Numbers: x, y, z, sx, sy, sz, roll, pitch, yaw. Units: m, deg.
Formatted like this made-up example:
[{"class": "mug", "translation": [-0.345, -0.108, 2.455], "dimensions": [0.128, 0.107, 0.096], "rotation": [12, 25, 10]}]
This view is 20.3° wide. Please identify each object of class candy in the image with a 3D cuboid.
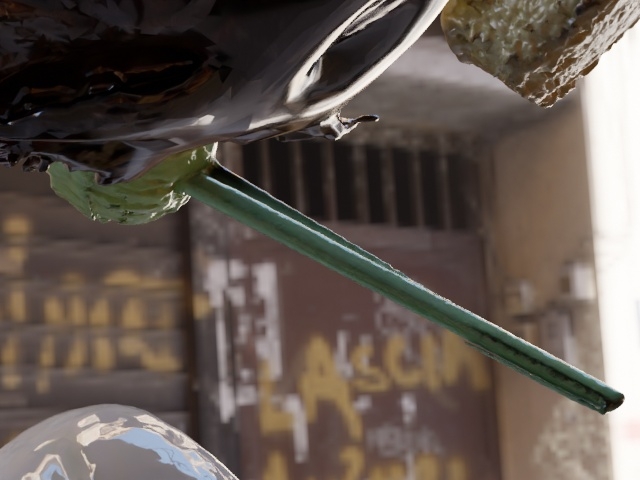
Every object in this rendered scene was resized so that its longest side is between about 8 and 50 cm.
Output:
[{"class": "candy", "translation": [0.000, 0.000, 0.885], "dimensions": [0.335, 0.092, 0.093], "rotation": [29, 15, 14]}]

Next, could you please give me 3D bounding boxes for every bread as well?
[{"class": "bread", "translation": [0.212, -0.224, 1.452], "dimensions": [0.245, 0.121, 0.174], "rotation": [-50, -15, 10]}]

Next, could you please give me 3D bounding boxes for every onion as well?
[{"class": "onion", "translation": [-0.096, -0.138, 0.692], "dimensions": [0.314, 0.232, 0.314], "rotation": [-15, -4, -1]}]

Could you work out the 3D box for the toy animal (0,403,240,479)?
[{"class": "toy animal", "translation": [-0.079, 0.224, 0.787], "dimensions": [0.174, 0.249, 0.289], "rotation": [12, 26, -52]}]
